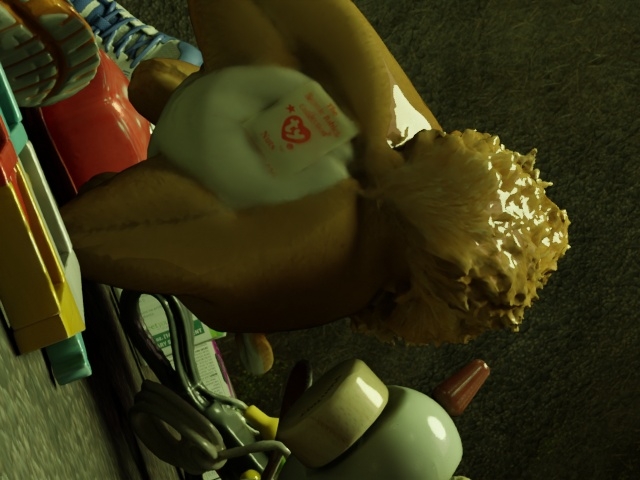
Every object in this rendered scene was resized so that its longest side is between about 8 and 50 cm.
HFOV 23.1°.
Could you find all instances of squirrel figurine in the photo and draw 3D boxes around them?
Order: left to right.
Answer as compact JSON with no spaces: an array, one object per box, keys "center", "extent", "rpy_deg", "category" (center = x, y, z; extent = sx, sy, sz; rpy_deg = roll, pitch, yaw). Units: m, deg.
[{"center":[0.000,0.000,1.282],"extent":[0.370,0.397,0.281],"rpy_deg":[101,6,-68],"category":"squirrel figurine"}]

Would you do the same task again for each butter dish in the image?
[{"center":[-0.193,-0.107,1.397],"extent":[0.160,0.118,0.160],"rpy_deg":[-115,-174,-50],"category":"butter dish"}]

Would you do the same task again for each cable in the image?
[{"center":[-0.114,0.164,1.564],"extent":[0.287,0.139,0.072],"rpy_deg":[54,29,-1],"category":"cable"}]

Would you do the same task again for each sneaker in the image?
[{"center":[-0.229,-0.182,1.179],"extent":[0.215,0.084,0.083],"rpy_deg":[73,-9,-55],"category":"sneaker"},{"center":[-0.240,-0.217,1.796],"extent":[0.296,0.112,0.131],"rpy_deg":[15,-36,50],"category":"sneaker"}]

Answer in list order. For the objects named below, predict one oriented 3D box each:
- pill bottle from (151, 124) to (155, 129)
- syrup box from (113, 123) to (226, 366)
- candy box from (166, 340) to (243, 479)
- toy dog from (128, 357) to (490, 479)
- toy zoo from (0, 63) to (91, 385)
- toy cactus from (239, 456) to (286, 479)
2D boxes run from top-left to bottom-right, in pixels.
[{"center":[-0.183,-0.036,1.712],"extent":[0.121,0.121,0.221],"rpy_deg":[-119,-171,-71],"category":"pill bottle"},{"center":[-0.179,-0.004,1.597],"extent":[0.096,0.093,0.237],"rpy_deg":[-127,-163,-81],"category":"syrup box"},{"center":[-0.125,0.216,1.843],"extent":[0.159,0.071,0.233],"rpy_deg":[83,-13,-74],"category":"candy box"},{"center":[0.024,0.164,1.217],"extent":[0.333,0.161,0.220],"rpy_deg":[1,-54,52],"category":"toy dog"},{"center":[-0.191,-0.052,0.906],"extent":[0.192,0.030,0.293],"rpy_deg":[-125,-166,-78],"category":"toy zoo"},{"center":[-0.055,0.298,1.462],"extent":[0.180,0.112,0.219],"rpy_deg":[-47,155,-62],"category":"toy cactus"}]
